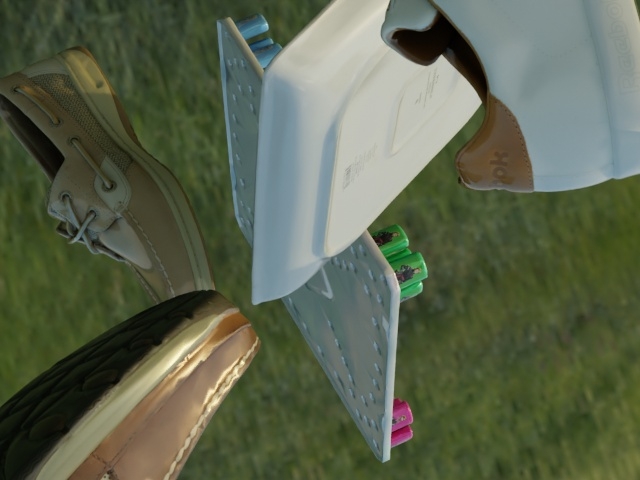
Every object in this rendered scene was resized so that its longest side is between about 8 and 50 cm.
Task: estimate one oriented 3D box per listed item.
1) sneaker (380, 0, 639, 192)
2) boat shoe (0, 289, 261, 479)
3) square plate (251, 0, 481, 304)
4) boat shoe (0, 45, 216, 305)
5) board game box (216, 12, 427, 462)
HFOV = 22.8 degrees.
[{"bbox_3d":[0.079,-0.163,0.790,0.123,0.290,0.106,-12,163,6],"label":"sneaker"},{"bbox_3d":[-0.140,0.164,0.786,0.324,0.120,0.122,-48,-161,-23],"label":"boat shoe"},{"bbox_3d":[0.070,-0.131,1.293,0.344,0.049,0.347,-47,162,-26],"label":"square plate"},{"bbox_3d":[-0.206,-0.036,1.503,0.110,0.341,0.122,-22,148,-21],"label":"boat shoe"},{"bbox_3d":[0.000,0.000,1.753,0.050,0.390,0.390,-23,149,-15],"label":"board game box"}]
